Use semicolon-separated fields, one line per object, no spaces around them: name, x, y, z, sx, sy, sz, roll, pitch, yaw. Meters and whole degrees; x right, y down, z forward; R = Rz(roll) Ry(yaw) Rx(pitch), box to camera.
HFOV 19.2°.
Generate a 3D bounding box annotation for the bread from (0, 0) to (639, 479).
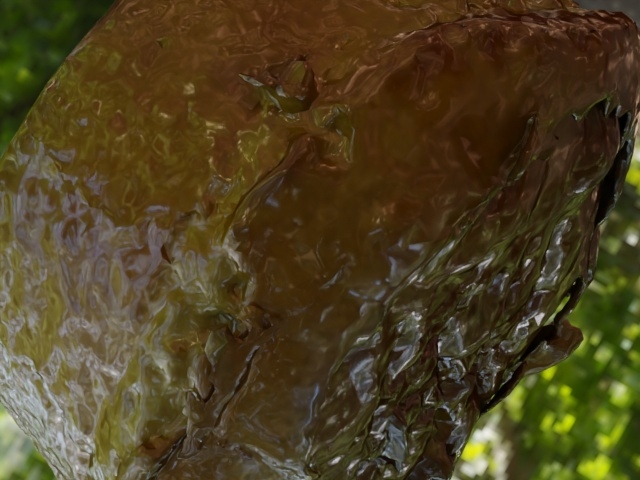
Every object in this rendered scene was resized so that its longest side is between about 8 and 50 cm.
bread;0.001;0.000;0.911;0.204;0.337;0.358;42;-157;21
